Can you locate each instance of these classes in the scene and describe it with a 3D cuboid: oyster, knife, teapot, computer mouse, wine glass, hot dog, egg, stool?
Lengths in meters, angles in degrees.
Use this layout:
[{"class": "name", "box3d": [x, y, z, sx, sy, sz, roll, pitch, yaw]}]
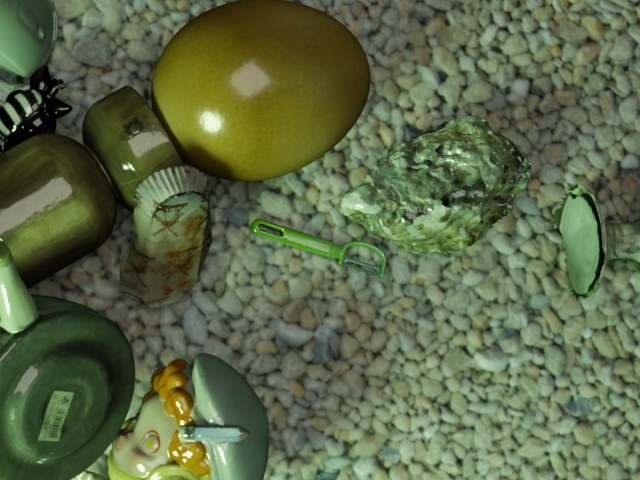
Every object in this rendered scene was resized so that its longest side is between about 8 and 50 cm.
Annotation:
[{"class": "oyster", "box3d": [0.177, -0.073, 1.778, 0.268, 0.112, 0.198, -41, 90, -12]}, {"class": "knife", "box3d": [0.000, 0.000, 1.776, 0.212, 0.015, 0.054, 17, 77, -9]}, {"class": "teapot", "box3d": [-0.415, 0.150, 1.512, 0.239, 0.321, 0.239, 21, 72, 38]}, {"class": "computer mouse", "box3d": [-0.436, -0.313, 1.646, 0.079, 0.231, 0.127, 6, 79, 32]}, {"class": "wine glass", "box3d": [0.547, -0.003, 1.810, 0.357, 0.190, 0.190, -1, 80, -7]}, {"class": "hot dog", "box3d": [-0.207, -0.005, 1.628, 0.131, 0.252, 0.069, -17, 54, -29]}, {"class": "egg", "box3d": [-0.079, -0.212, 1.676, 0.323, 0.250, 0.250, -15, 84, -25]}, {"class": "stool", "box3d": [-0.334, -0.072, 1.634, 0.264, 0.179, 0.179, -32, 88, -15]}]

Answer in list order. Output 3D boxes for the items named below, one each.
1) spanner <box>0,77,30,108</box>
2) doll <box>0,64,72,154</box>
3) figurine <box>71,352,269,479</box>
[{"class": "spanner", "box3d": [-0.529, -0.248, 1.708, 0.302, 0.017, 0.071, 27, 80, -7]}, {"class": "doll", "box3d": [-0.441, -0.152, 1.674, 0.219, 0.067, 0.091, -36, 68, 1]}, {"class": "figurine", "box3d": [-0.220, 0.334, 1.618, 0.205, 0.224, 0.382, 40, 99, -25]}]
